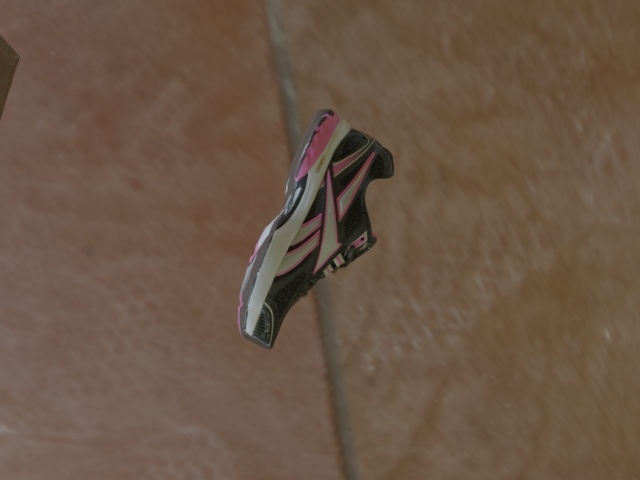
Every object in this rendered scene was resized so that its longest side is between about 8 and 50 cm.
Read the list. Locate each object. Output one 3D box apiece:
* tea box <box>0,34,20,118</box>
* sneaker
[{"bbox_3d":[-0.383,-0.062,0.921,0.329,0.323,0.220,-29,33,24],"label":"tea box"},{"bbox_3d":[0.000,0.000,1.364,0.077,0.072,0.178,23,94,-7],"label":"sneaker"}]
